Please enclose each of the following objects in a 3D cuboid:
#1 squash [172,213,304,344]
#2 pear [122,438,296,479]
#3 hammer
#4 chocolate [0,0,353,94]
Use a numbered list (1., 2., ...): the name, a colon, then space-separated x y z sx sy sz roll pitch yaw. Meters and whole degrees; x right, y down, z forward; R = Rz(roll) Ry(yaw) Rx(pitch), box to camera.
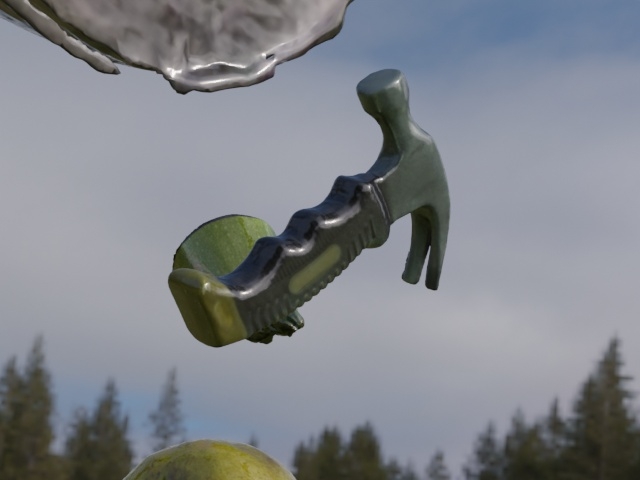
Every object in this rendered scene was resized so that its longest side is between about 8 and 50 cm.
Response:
1. squash: -0.063 0.056 1.293 0.105 0.132 0.105 -15 -46 -16
2. pear: -0.087 0.267 1.204 0.197 0.197 0.197 6 -13 1
3. hammer: 0.000 0.000 0.998 0.226 0.158 0.041 -35 29 -30
4. chocolate: -0.121 -0.229 0.784 0.303 0.303 0.213 19 -5 -42
